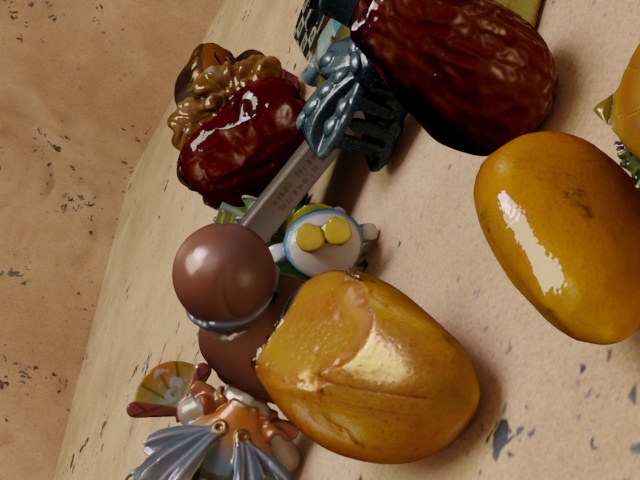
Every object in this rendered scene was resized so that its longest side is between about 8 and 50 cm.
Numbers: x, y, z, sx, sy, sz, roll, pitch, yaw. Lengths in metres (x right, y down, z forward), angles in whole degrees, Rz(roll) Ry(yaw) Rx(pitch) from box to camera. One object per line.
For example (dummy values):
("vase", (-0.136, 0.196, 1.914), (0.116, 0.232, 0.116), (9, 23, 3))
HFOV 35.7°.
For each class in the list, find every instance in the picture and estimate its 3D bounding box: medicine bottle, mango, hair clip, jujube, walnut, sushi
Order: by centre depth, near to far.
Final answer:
("mango", (0.200, -0.007, 0.784), (0.102, 0.141, 0.217), (-47, 30, 33))
("mango", (0.059, 0.140, 1.009), (0.257, 0.138, 0.187), (28, 98, 49))
("jujube", (0.133, -0.185, 1.029), (0.168, 0.236, 0.168), (-45, 31, 36))
("hair clip", (0.096, -0.239, 1.323), (0.310, 0.194, 0.206), (-40, 45, 52))
("walnut", (-0.143, -0.186, 1.744), (0.269, 0.244, 0.221), (-36, 26, 5))
("medicine bottle", (0.028, -0.366, 1.823), (0.208, 0.054, 0.090), (-52, 26, 44))
("sushi", (0.005, -0.475, 2.038), (0.210, 0.040, 0.192), (-108, 36, -59))

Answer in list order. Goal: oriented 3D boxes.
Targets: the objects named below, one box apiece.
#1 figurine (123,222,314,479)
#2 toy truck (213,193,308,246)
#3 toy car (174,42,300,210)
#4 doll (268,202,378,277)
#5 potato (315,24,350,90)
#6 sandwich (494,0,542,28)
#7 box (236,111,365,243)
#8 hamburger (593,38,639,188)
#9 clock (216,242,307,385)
("figurine", (-0.099, 0.192, 1.266), (0.248, 0.277, 0.388), (20, -86, -84))
("toy truck", (-0.131, -0.019, 1.751), (0.259, 0.135, 0.128), (143, 145, -63))
("toy car", (-0.203, -0.240, 2.034), (0.340, 0.240, 0.271), (-55, 20, 26))
("doll", (-0.001, -0.001, 1.375), (0.135, 0.099, 0.241), (-45, 9, 2))
("potato", (0.042, -0.289, 1.652), (0.105, 0.085, 0.188), (-102, 33, -63))
("sandwich", (0.219, -0.332, 1.184), (0.088, 0.090, 0.244), (-17, 53, 64))
("box", (-0.062, -0.066, 1.524), (0.365, 0.051, 0.204), (-51, 7, -10))
("hamburger", (0.290, -0.109, 0.723), (0.189, 0.093, 0.164), (-55, 25, 36))
("clock", (-0.090, 0.123, 1.529), (0.194, 0.100, 0.195), (-42, 32, 50))
